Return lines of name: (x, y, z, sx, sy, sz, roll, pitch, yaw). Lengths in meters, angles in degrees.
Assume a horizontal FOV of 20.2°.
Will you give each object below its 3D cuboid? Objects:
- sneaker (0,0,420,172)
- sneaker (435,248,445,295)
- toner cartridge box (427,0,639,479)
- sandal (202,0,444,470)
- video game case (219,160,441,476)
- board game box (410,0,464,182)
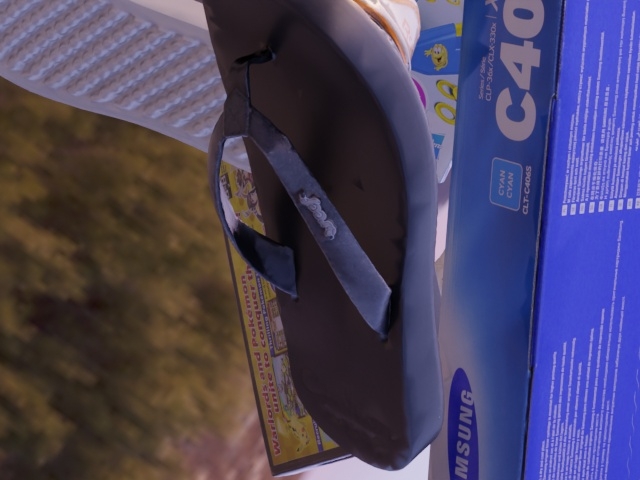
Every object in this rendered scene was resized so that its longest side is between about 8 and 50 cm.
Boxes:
sneaker: (-0.096, -0.141, 1.014, 0.127, 0.321, 0.126, -52, 163, -41)
sneaker: (0.118, 0.087, 1.770, 0.292, 0.108, 0.169, -46, -178, 44)
toner cartridge box: (0.148, -0.016, 0.911, 0.075, 0.165, 0.347, 21, -69, 52)
sandal: (0.001, 0.001, 0.713, 0.054, 0.097, 0.254, -37, 131, -30)
video game case: (0.005, 0.027, 1.364, 0.035, 0.274, 0.248, -6, 169, -31)
board game box: (0.010, -0.239, 1.166, 0.302, 0.308, 0.086, -64, 178, 8)
